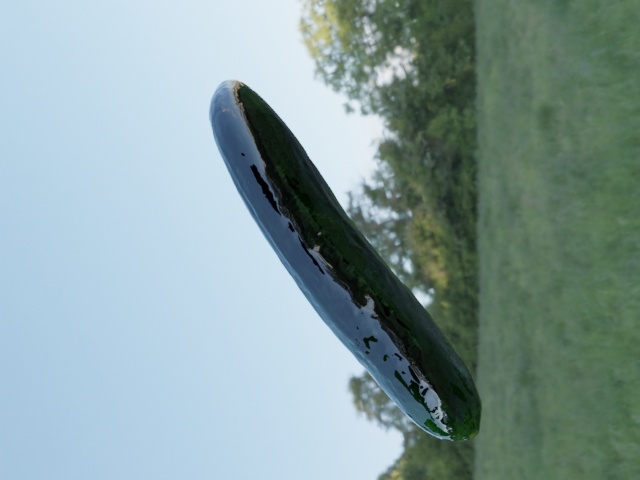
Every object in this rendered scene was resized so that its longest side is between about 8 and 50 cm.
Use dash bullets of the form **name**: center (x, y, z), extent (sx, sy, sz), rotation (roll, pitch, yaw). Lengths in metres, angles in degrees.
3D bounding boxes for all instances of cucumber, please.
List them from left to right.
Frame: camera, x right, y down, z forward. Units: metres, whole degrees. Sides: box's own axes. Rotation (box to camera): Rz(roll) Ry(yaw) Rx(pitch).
- **cucumber**: center (0.000, 0.000, 0.422), extent (0.284, 0.056, 0.056), rotation (54, -174, 25)
